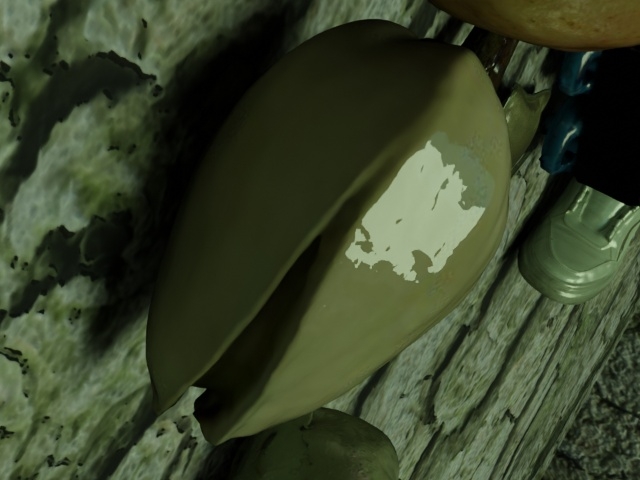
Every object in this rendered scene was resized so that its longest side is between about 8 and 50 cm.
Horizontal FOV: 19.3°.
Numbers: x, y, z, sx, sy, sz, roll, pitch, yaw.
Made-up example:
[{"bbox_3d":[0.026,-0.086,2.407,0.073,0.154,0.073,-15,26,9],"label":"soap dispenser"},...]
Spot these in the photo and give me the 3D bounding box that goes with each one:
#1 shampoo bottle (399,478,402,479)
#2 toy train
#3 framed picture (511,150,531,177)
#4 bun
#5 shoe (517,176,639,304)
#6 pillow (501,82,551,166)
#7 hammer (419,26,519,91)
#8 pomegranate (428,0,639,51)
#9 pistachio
[{"bbox_3d":[0.048,0.347,2.268,0.057,0.063,0.208,-58,168,27],"label":"shampoo bottle"},{"bbox_3d":[0.382,-0.189,2.166,0.265,0.188,0.300,-56,162,-33],"label":"toy train"},{"bbox_3d":[0.202,-0.058,2.112,0.089,0.007,0.066,-49,176,-35],"label":"framed picture"},{"bbox_3d":[-0.025,0.258,1.704,0.239,0.141,0.239,-47,-148,43],"label":"bun"},{"bbox_3d":[0.371,-0.052,2.429,0.316,0.124,0.159,-52,174,-48],"label":"shoe"},{"bbox_3d":[0.197,-0.107,1.998,0.130,0.033,0.217,-60,167,12],"label":"pillow"},{"bbox_3d":[0.169,-0.209,1.696,0.408,0.095,0.242,-62,165,-18],"label":"hammer"},{"bbox_3d":[0.187,-0.271,1.200,0.338,0.338,0.338,-53,162,-26],"label":"pomegranate"},{"bbox_3d":[0.000,0.000,1.286,0.332,0.208,0.226,-50,-173,12],"label":"pistachio"}]
